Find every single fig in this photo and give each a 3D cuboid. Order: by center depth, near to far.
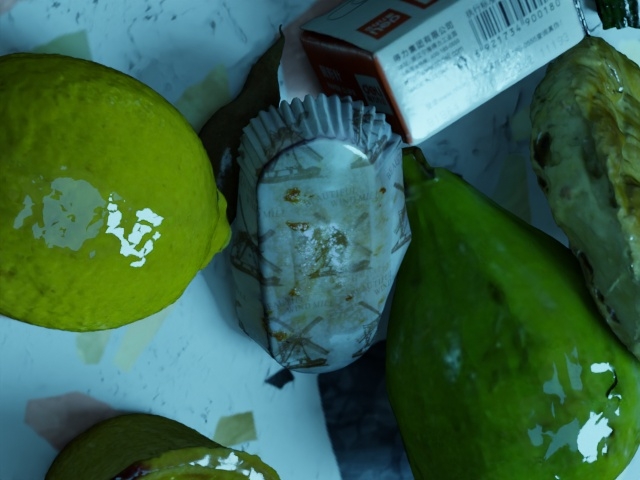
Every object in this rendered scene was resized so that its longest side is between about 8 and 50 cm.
[{"bbox_3d":[0.159,0.088,1.005,0.233,0.233,0.314,-20,120,-21],"label":"fig"}]

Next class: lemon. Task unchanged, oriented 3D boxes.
[{"bbox_3d":[-0.173,-0.031,0.817,0.256,0.188,0.188,22,95,-33],"label":"lemon"}]

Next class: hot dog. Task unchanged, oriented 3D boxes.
[{"bbox_3d":[0.000,0.000,0.944,0.144,0.075,0.268,-8,132,-14],"label":"hot dog"}]

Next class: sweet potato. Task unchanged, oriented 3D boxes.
[{"bbox_3d":[-0.067,-0.080,0.940,0.056,0.056,0.195,28,85,-31],"label":"sweet potato"}]

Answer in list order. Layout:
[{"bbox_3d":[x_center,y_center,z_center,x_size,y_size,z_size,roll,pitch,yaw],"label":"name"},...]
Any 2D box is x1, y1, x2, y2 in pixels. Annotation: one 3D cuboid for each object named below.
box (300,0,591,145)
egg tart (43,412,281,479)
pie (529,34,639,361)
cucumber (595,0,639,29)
[{"bbox_3d":[0.095,-0.167,0.950,0.182,0.133,0.099,-33,118,-13],"label":"box"},{"bbox_3d":[-0.127,0.239,0.935,0.215,0.171,0.215,-8,108,-25],"label":"egg tart"},{"bbox_3d":[0.296,-0.019,1.029,0.083,0.339,0.339,-31,127,32],"label":"pie"},{"bbox_3d":[0.257,-0.276,1.045,0.058,0.058,0.187,-22,114,-20],"label":"cucumber"}]
